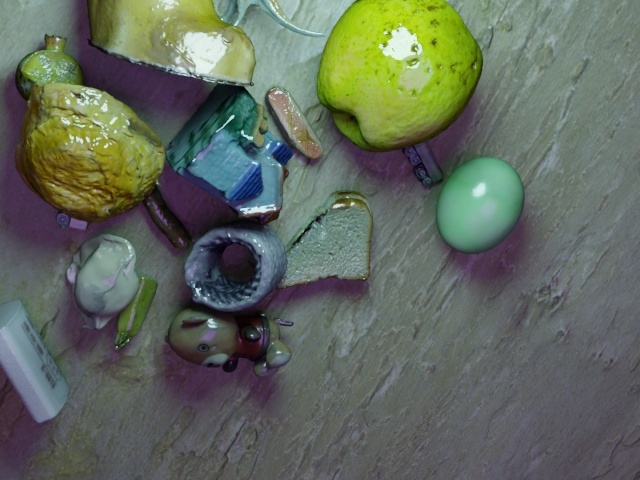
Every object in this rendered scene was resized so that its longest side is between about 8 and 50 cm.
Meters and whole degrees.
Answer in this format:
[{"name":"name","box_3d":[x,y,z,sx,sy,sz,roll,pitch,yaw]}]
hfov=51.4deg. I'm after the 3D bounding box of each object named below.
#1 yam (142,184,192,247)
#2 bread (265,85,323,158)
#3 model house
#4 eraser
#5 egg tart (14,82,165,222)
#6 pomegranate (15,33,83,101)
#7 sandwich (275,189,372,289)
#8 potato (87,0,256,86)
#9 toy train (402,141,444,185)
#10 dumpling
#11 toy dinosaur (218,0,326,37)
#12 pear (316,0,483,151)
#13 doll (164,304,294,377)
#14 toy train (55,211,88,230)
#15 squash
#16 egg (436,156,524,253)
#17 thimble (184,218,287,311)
[{"name":"yam","box_3d":[-0.411,-0.085,1.668,0.061,0.061,0.253,-32,114,-1]},{"name":"bread","box_3d":[-0.070,-0.295,1.681,0.073,0.053,0.214,-36,110,-4]},{"name":"model house","box_3d":[-0.162,-0.175,1.576,0.252,0.295,0.329,-46,119,1]},{"name":"eraser","box_3d":[-0.733,0.299,1.663,0.095,0.174,0.270,-22,112,-5]},{"name":"egg tart","box_3d":[-0.512,-0.166,1.482,0.339,0.153,0.351,20,125,-28]},{"name":"pomegranate","box_3d":[-0.610,-0.368,1.493,0.143,0.122,0.169,-3,80,-42]},{"name":"sandwich","box_3d":[-0.001,-0.002,1.775,0.288,0.099,0.254,-7,117,-11]},{"name":"potato","box_3d":[-0.314,-0.513,1.397,0.397,0.290,0.296,21,110,23]},{"name":"toy train","box_3d":[0.278,-0.214,1.802,0.071,0.038,0.148,-33,114,0]},{"name":"dumpling","box_3d":[-0.551,0.094,1.660,0.258,0.193,0.147,-56,156,17]},{"name":"toy dinosaur","box_3d":[-0.165,-0.555,1.497,0.393,0.092,0.205,32,118,10]},{"name":"pear","box_3d":[0.174,-0.382,1.547,0.391,0.391,0.391,-4,110,-12]},{"name":"doll","box_3d":[-0.239,0.257,1.770,0.330,0.235,0.174,12,63,-25]},{"name":"toy train","box_3d":[-0.600,-0.082,1.630,0.081,0.050,0.122,16,104,-23]},{"name":"squash","box_3d":[-0.496,0.192,1.739,0.090,0.075,0.200,24,80,-38]},{"name":"egg","box_3d":[0.423,-0.093,1.781,0.220,0.220,0.269,22,110,-20]},{"name":"thimble","box_3d":[-0.211,0.063,1.676,0.245,0.157,0.217,-29,91,20]}]
